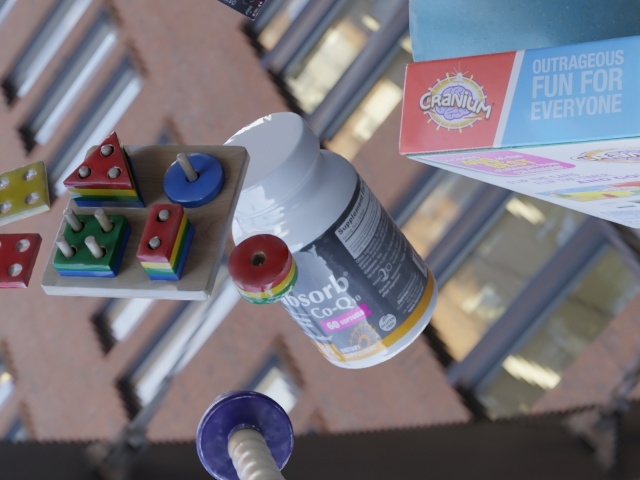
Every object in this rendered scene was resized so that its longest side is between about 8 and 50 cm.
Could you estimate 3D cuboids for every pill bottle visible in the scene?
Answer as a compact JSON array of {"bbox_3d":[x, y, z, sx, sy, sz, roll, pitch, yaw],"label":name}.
[{"bbox_3d":[0.000,0.000,1.907,0.278,0.162,0.162,52,-168,-30],"label":"pill bottle"}]

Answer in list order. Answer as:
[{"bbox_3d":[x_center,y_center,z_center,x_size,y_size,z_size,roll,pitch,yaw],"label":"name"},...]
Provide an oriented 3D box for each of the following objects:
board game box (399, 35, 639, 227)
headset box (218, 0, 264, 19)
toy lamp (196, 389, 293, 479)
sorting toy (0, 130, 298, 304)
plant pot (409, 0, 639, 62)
[{"bbox_3d":[0.243,-0.067,1.163,0.242,0.064,0.316,-2,170,38],"label":"board game box"},{"bbox_3d":[-0.095,-0.290,1.888,0.083,0.062,0.032,25,-169,-41],"label":"headset box"},{"bbox_3d":[-0.044,0.169,1.256,0.080,0.080,0.275,33,-177,-16],"label":"toy lamp"},{"bbox_3d":[-0.142,-0.025,1.259,0.046,0.275,0.132,65,-147,-51],"label":"sorting toy"},{"bbox_3d":[0.232,-0.206,1.380,0.195,0.290,0.290,16,-175,34],"label":"plant pot"}]
